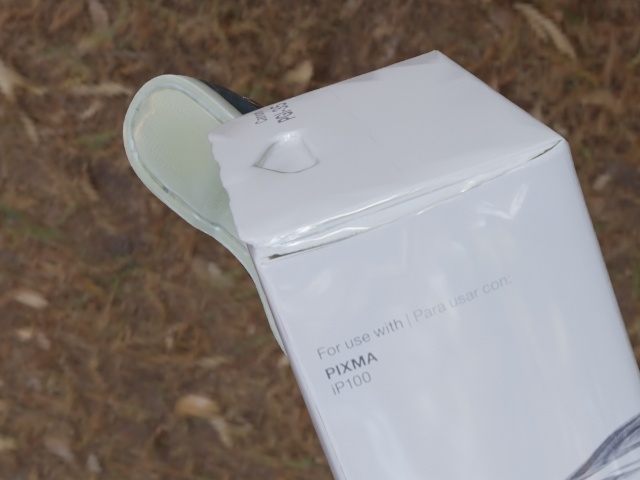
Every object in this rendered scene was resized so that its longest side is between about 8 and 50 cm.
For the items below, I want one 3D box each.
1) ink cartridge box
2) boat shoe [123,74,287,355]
[{"bbox_3d":[0.062,0.081,0.593,0.117,0.207,0.283,-21,108,-2],"label":"ink cartridge box"},{"bbox_3d":[-0.003,0.003,1.062,0.340,0.113,0.127,40,112,22],"label":"boat shoe"}]
